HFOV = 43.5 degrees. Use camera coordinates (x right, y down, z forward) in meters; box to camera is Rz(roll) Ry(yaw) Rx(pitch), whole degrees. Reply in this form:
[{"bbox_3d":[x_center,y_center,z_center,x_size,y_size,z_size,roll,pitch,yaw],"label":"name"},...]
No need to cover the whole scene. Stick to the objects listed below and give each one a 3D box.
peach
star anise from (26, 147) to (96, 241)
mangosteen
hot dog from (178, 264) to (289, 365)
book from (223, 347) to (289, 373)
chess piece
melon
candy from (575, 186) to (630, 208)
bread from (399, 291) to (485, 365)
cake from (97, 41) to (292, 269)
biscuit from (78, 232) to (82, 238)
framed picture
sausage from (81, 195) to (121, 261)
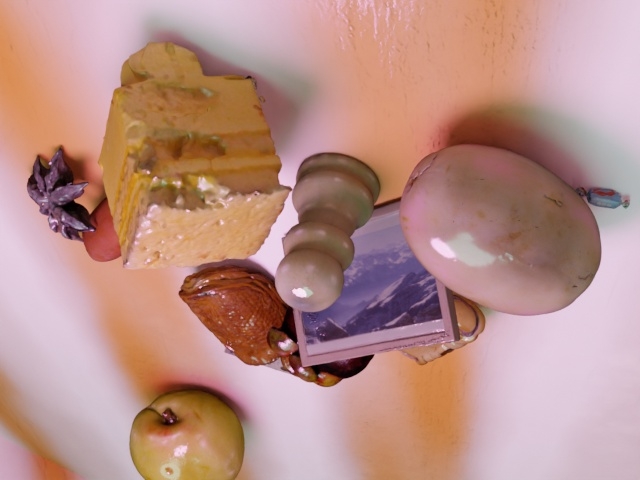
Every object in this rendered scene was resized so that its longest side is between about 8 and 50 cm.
[{"bbox_3d":[-0.347,0.543,2.143,0.316,0.281,0.314,52,166,-31],"label":"peach"},{"bbox_3d":[-0.485,-0.081,1.489,0.204,0.061,0.181,51,133,17],"label":"star anise"},{"bbox_3d":[0.013,0.187,1.569,0.209,0.210,0.210,12,144,8],"label":"mangosteen"},{"bbox_3d":[-0.175,0.142,1.664,0.196,0.122,0.272,-13,131,33],"label":"hot dog"},{"bbox_3d":[-0.134,0.263,1.897,0.181,0.014,0.127,19,145,-3],"label":"book"},{"bbox_3d":[0.000,0.000,1.279,0.144,0.251,0.144,11,145,8],"label":"chess piece"},{"bbox_3d":[0.265,-0.014,1.173,0.316,0.223,0.223,26,144,-14],"label":"melon"},{"bbox_3d":[0.425,-0.065,1.209,0.083,0.020,0.030,12,146,7],"label":"candy"},{"bbox_3d":[0.212,0.165,1.561,0.134,0.081,0.225,34,144,-14],"label":"bread"},{"bbox_3d":[-0.203,-0.130,1.204,0.222,0.286,0.227,-7,154,-27],"label":"cake"},{"bbox_3d":[-0.510,-0.031,1.659,0.081,0.018,0.083,0,141,25],"label":"biscuit"},{"bbox_3d":[0.075,0.076,1.389,0.335,0.248,0.022,-16,169,39],"label":"framed picture"},{"bbox_3d":[-0.370,-0.038,1.506,0.113,0.114,0.259,34,141,-21],"label":"sausage"}]
